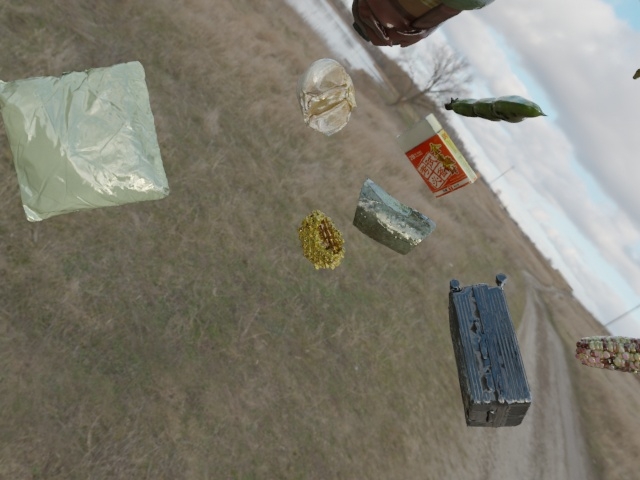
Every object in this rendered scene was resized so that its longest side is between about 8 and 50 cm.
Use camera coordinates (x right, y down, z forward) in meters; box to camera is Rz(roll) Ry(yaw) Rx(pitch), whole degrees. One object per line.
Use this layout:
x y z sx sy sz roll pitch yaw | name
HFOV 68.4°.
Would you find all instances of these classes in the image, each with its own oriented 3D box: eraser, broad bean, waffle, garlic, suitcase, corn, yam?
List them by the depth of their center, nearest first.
0.313 -0.237 0.848 0.060 0.043 0.297 18 12 -16 | broad bean
0.698 0.244 0.992 0.092 0.280 0.092 5 83 -45 | corn
0.428 0.289 1.213 0.230 0.152 0.335 69 17 -52 | suitcase
0.336 -0.244 1.388 0.038 0.157 0.230 -40 97 -28 | eraser
-0.001 -0.441 1.419 0.143 0.178 0.229 50 -19 34 | garlic
0.203 -0.062 1.419 0.254 0.154 0.154 35 20 -1 | yam
0.000 0.000 1.528 0.070 0.197 0.193 -22 62 -33 | waffle

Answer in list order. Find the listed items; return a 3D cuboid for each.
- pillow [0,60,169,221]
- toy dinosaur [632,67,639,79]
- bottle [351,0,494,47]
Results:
-0.462 -0.193 0.916 0.076 0.280 0.274 -136 -144 -79 | pillow
0.801 -0.428 1.055 0.039 0.162 0.126 16 14 -34 | toy dinosaur
0.119 -0.337 0.602 0.143 0.156 0.271 38 -3 -19 | bottle
